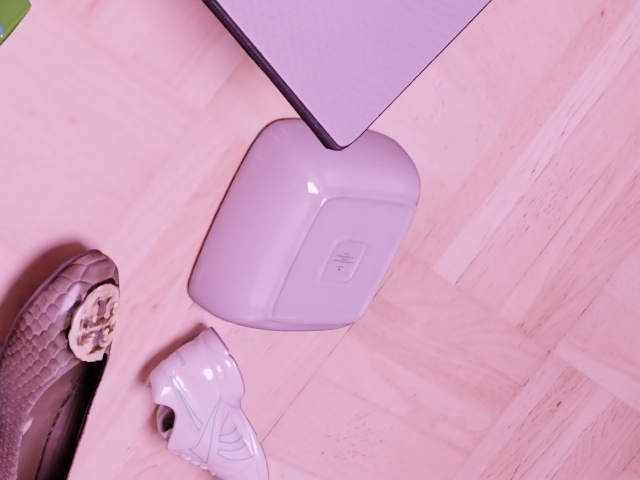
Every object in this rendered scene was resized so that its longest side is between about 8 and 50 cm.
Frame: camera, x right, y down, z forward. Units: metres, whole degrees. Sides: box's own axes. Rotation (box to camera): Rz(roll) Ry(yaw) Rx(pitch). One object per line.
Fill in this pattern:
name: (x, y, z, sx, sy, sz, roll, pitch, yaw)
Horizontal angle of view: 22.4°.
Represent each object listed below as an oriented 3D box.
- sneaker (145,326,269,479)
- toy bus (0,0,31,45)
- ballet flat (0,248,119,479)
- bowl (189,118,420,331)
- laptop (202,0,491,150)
sneaker: (-0.075, 0.122, 1.053, 0.061, 0.054, 0.152, -27, 132, -13)
toy bus: (-0.232, -0.050, 0.683, 0.104, 0.202, 0.191, 41, 65, -11)
ballet flat: (-0.162, 0.119, 0.943, 0.084, 0.058, 0.250, -10, 129, -55)
bowl: (0.000, 0.000, 1.018, 0.142, 0.053, 0.142, 6, 117, -49)
laptop: (0.129, -0.222, 0.662, 0.408, 0.236, 0.382, -46, 141, -2)
